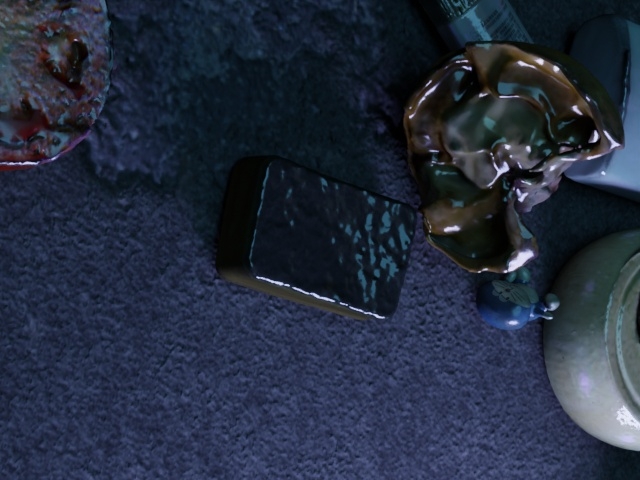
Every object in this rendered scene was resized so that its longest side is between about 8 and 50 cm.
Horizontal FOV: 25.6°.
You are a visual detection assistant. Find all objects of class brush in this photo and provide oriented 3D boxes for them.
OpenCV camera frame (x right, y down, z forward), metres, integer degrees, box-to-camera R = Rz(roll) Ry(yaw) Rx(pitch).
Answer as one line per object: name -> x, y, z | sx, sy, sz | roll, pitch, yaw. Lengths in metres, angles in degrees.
brush -> 0.000, 0.000, 1.358 | 0.197, 0.059, 0.123 | 18, 79, -33

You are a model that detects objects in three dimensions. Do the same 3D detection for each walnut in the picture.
walnut -> 0.179, -0.104, 1.429 | 0.204, 0.238, 0.141 | 35, 24, -2

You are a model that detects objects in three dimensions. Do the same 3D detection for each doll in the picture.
doll -> 0.207, 0.068, 1.499 | 0.083, 0.076, 0.050 | -8, 127, -42

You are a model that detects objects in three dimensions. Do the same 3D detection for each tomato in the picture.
tomato -> -0.280, -0.163, 1.156 | 0.225, 0.085, 0.225 | 5, 82, -34

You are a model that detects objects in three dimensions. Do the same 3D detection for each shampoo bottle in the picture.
shampoo bottle -> 0.191, -0.193, 1.502 | 0.086, 0.056, 0.227 | -48, 114, -27

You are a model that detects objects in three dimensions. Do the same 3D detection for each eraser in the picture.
eraser -> 0.409, -0.129, 1.624 | 0.290, 0.104, 0.189 | 15, 75, -34

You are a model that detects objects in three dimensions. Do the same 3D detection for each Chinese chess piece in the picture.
Chinese chess piece -> 0.365, 0.111, 1.584 | 0.250, 0.101, 0.250 | 3, 85, -34
